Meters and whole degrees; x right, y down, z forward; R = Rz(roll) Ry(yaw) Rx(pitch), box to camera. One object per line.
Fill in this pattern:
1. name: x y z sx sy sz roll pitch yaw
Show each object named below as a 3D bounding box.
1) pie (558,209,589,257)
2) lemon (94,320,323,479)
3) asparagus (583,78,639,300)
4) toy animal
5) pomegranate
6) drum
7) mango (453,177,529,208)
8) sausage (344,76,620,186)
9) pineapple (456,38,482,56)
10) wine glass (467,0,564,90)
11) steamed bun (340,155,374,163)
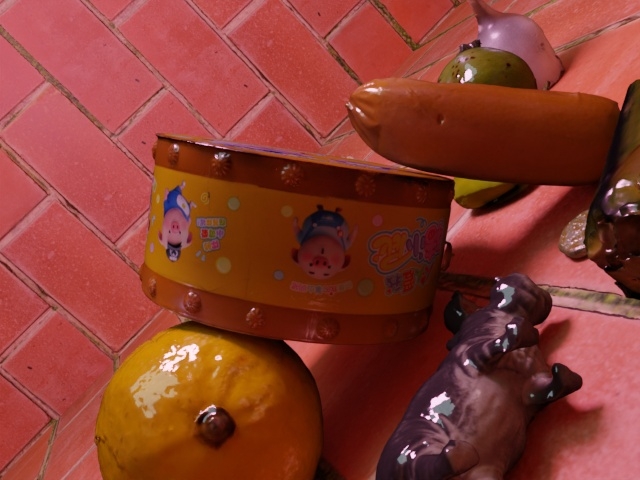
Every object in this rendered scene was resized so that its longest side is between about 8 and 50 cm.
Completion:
1. pie: 0.318 -0.010 0.809 0.085 0.017 0.085 -41 14 13
2. lemon: -0.136 0.235 0.852 0.297 0.297 0.297 -42 13 12
3. asparagus: 0.357 -0.089 0.721 0.108 0.128 0.382 14 43 20
4. toy animal: 0.162 0.133 0.657 0.168 0.106 0.343 -44 4 37
5. pomegranate: 0.297 -0.224 1.128 0.181 0.224 0.181 -173 90 -72
6. drum: -0.030 -0.015 0.950 0.431 0.431 0.214 -134 53 -77
7. mango: 0.276 -0.101 1.097 0.165 0.074 0.091 -28 20 54
8. sausage: 0.206 -0.141 0.895 0.134 0.354 0.116 90 -175 -57
9. pineapple: 0.313 -0.286 1.299 0.108 0.197 0.108 -26 21 11
10. wine glass: 0.346 -0.422 1.349 0.143 0.321 0.143 -37 17 14
11. steamed bun: 0.013 -0.058 1.486 0.289 0.203 0.276 -37 15 32
